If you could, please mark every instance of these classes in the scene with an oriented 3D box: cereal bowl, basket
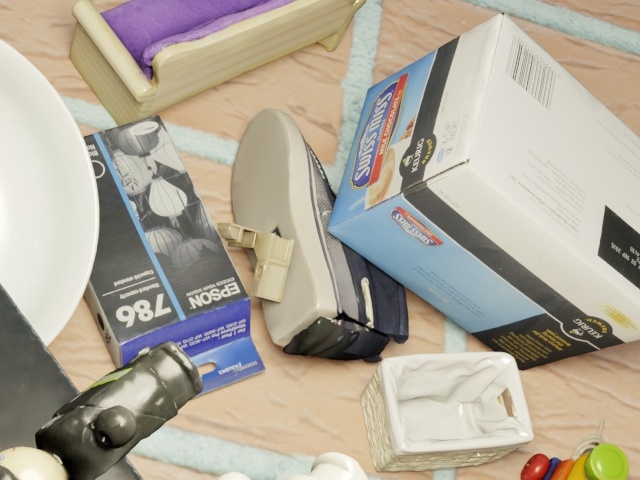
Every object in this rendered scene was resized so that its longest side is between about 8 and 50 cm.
[{"bbox_3d":[-0.378,-0.029,1.128,0.339,0.141,0.339,6,81,-42],"label":"cereal bowl"},{"bbox_3d":[0.139,0.199,1.416,0.167,0.103,0.113,-1,62,-19],"label":"basket"}]

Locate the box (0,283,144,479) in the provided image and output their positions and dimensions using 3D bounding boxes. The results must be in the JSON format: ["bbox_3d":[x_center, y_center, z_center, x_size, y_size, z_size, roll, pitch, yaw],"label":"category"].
[{"bbox_3d":[-0.264,0.353,0.933,0.297,0.472,0.480,-28,66,-31],"label":"box"}]

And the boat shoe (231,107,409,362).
[{"bbox_3d":[0.000,0.000,1.490,0.158,0.127,0.340,18,47,-37],"label":"boat shoe"}]

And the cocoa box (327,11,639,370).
[{"bbox_3d":[0.222,-0.042,1.447,0.347,0.228,0.231,36,52,-26],"label":"cocoa box"}]

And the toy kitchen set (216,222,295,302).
[{"bbox_3d":[-0.087,0.023,1.401,0.068,0.083,0.075,17,82,-37],"label":"toy kitchen set"}]

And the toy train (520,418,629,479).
[{"bbox_3d":[0.302,0.266,1.410,0.105,0.143,0.248,36,56,3],"label":"toy train"}]

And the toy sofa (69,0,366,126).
[{"bbox_3d":[-0.122,-0.287,1.561,0.362,0.177,0.150,-29,74,-30],"label":"toy sofa"}]

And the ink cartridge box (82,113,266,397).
[{"bbox_3d":[-0.195,0.022,1.418,0.165,0.065,0.333,-20,70,-23],"label":"ink cartridge box"}]

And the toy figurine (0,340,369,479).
[{"bbox_3d":[-0.078,0.187,0.665,0.209,0.213,0.148,29,47,27],"label":"toy figurine"}]
